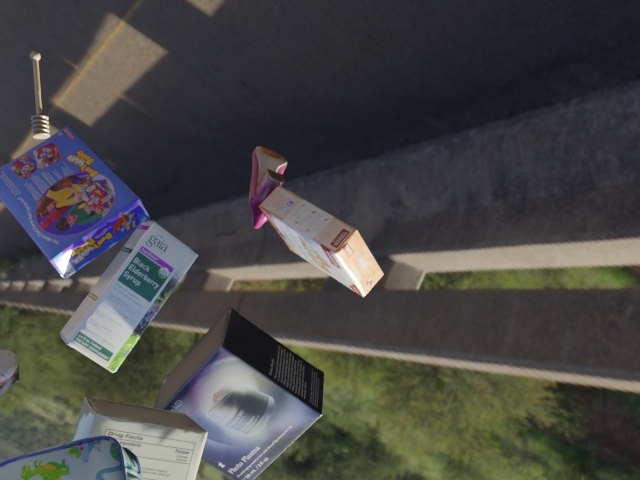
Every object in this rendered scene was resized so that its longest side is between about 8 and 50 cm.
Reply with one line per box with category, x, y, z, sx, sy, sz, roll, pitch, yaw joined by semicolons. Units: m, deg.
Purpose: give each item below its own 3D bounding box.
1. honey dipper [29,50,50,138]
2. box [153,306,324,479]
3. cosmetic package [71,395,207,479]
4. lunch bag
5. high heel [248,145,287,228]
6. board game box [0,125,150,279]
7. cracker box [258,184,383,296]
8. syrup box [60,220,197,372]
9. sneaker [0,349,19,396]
honey dipper;-0.507;-0.262;1.382;0.030;0.160;0.030;-8;171;-1
box;-0.197;0.375;1.832;0.294;0.296;0.183;37;-159;-14
cosmetic package;-0.280;0.385;1.050;0.160;0.309;0.113;18;174;-25
lunch bag;-0.278;0.335;0.845;0.176;0.219;0.090;-15;156;-7
high heel;-0.123;-0.121;1.669;0.082;0.117;0.244;19;-159;-21
board game box;-0.586;-0.098;1.780;0.347;0.233;0.078;41;160;33
cracker box;0.000;0.000;1.500;0.232;0.067;0.156;30;163;41
syrup box;-0.315;0.088;1.274;0.093;0.237;0.096;39;167;-22
sneaker;-0.454;0.208;0.992;0.061;0.158;0.065;41;150;29
